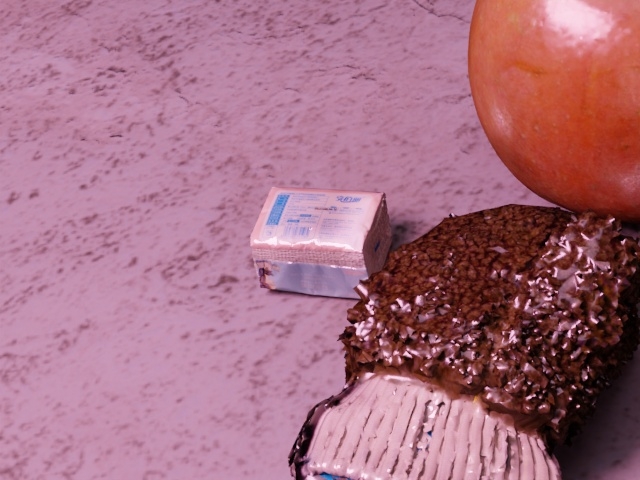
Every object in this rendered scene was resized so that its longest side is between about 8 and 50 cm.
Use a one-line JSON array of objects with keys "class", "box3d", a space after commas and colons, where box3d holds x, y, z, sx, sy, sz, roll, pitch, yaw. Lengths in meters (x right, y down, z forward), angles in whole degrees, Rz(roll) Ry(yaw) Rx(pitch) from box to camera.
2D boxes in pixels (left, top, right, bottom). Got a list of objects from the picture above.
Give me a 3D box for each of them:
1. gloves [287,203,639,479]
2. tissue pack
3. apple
[{"class": "gloves", "box3d": [0.114, 0.073, 1.172, 0.210, 0.135, 0.312, -1, 43, 24]}, {"class": "tissue pack", "box3d": [0.000, 0.000, 1.330, 0.094, 0.059, 0.074, 4, 46, 19]}, {"class": "apple", "box3d": [0.232, -0.136, 1.274, 0.253, 0.253, 0.253, -8, 45, 8]}]
